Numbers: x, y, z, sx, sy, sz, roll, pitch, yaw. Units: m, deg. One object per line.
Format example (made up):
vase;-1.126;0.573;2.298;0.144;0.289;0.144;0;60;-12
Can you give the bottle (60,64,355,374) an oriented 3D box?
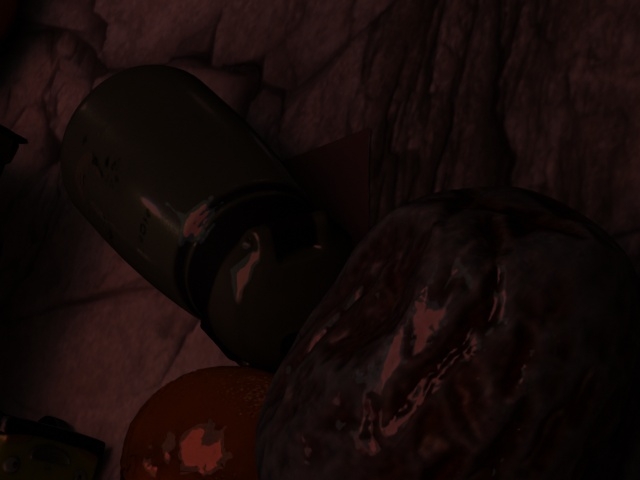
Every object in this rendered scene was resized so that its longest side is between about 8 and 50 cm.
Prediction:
bottle;-0.089;-0.013;1.684;0.168;0.168;0.347;-58;42;11

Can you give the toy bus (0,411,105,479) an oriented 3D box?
toy bus;-0.336;0.226;1.871;0.262;0.128;0.150;2;75;49

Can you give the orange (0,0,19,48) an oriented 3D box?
orange;-0.450;-0.279;2.130;0.246;0.246;0.246;-22;58;40

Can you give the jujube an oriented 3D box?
jujube;0.100;0.102;1.400;0.308;0.215;0.246;-50;20;23

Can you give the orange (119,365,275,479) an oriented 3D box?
orange;-0.063;0.188;1.562;0.193;0.193;0.161;-7;28;45

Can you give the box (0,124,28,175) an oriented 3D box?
box;-0.481;0.030;1.978;0.373;0.138;0.420;-63;20;-7

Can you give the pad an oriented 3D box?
pad;0.000;0.000;1.705;0.113;0.006;0.187;-20;59;41
